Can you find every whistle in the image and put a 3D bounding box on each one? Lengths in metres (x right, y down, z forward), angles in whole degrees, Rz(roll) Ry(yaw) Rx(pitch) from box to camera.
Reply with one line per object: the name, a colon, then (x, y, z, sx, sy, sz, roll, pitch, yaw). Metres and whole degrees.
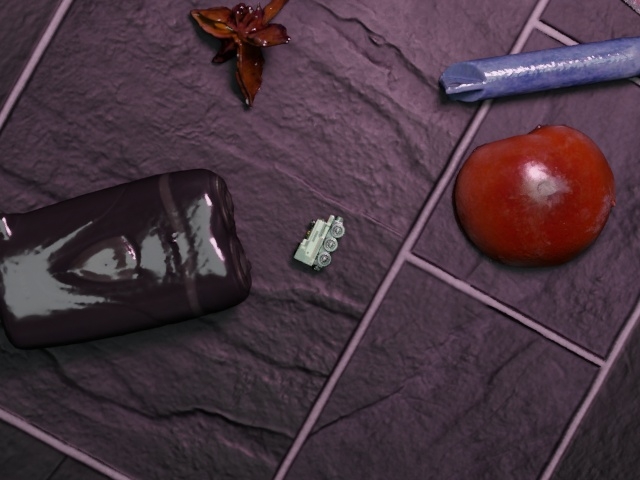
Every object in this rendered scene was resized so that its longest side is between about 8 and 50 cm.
whistle: (0.318, -0.239, 1.889, 0.304, 0.062, 0.062, -9, 91, -2)

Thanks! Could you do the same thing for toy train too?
toy train: (0.000, 0.000, 1.893, 0.053, 0.033, 0.083, 24, 90, 1)

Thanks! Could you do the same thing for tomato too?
tomato: (0.302, -0.055, 1.870, 0.228, 0.112, 0.199, -22, 94, 1)

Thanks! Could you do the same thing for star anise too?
star anise: (-0.080, -0.295, 1.881, 0.158, 0.144, 0.140, 53, 133, 4)

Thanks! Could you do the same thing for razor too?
razor: (-0.275, 0.026, 1.841, 0.349, 0.113, 0.204, -12, 90, 0)

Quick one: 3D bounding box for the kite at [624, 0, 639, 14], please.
kite: (0.396, -0.446, 1.911, 0.360, 0.022, 0.204, 24, 89, -4)
